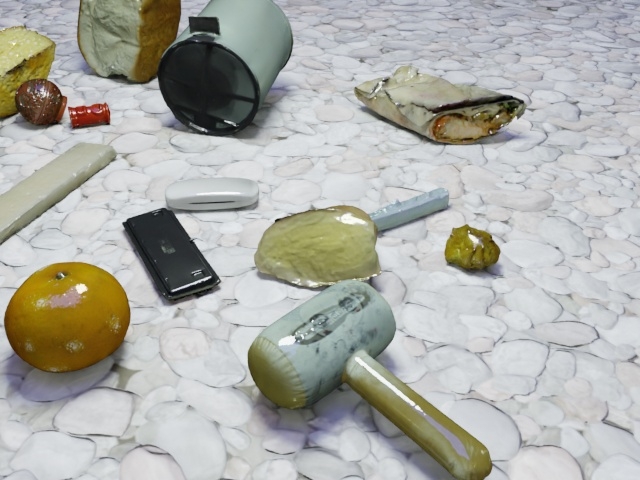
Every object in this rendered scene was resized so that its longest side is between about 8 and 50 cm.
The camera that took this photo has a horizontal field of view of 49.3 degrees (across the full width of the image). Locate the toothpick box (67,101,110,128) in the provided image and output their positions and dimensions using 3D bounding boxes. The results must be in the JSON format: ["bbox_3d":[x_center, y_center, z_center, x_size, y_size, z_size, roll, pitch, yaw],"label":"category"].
[{"bbox_3d":[-0.488,-0.266,1.476,0.083,0.047,0.047,-12,37,-18],"label":"toothpick box"}]

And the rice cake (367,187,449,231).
[{"bbox_3d":[0.149,-0.055,1.195,0.180,0.042,0.030,-19,37,-28],"label":"rice cake"}]

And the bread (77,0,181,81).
[{"bbox_3d":[-0.465,-0.544,1.720,0.225,0.250,0.279,16,31,8],"label":"bread"}]

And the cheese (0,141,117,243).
[{"bbox_3d":[-0.502,-0.079,1.218,0.085,0.034,0.400,13,37,17],"label":"cheese"}]

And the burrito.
[{"bbox_3d":[0.239,-0.286,1.482,0.348,0.107,0.175,28,58,36],"label":"burrito"}]

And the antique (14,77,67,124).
[{"bbox_3d":[-0.591,-0.292,1.467,0.104,0.104,0.104,1,35,-1],"label":"antique"}]

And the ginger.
[{"bbox_3d":[-0.004,0.001,1.082,0.193,0.115,0.122,-4,13,6],"label":"ginger"}]

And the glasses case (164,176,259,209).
[{"bbox_3d":[-0.190,-0.083,1.225,0.164,0.041,0.063,-3,37,-6],"label":"glasses case"}]

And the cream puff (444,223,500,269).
[{"bbox_3d":[0.237,0.010,1.088,0.083,0.058,0.083,-11,38,-13],"label":"cream puff"}]

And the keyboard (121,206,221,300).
[{"bbox_3d":[-0.237,0.016,1.097,0.094,0.025,0.230,-18,39,-22],"label":"keyboard"}]

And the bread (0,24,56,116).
[{"bbox_3d":[-0.702,-0.352,1.519,0.161,0.147,0.260,19,44,9],"label":"bread"}]

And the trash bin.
[{"bbox_3d":[-0.194,-0.382,1.477,0.217,0.277,0.262,7,43,11],"label":"trash bin"}]

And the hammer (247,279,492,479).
[{"bbox_3d":[0.074,0.174,0.819,0.305,0.113,0.202,34,49,31],"label":"hammer"}]

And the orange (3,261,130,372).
[{"bbox_3d":[-0.325,0.093,0.897,0.156,0.124,0.156,3,37,-2],"label":"orange"}]
